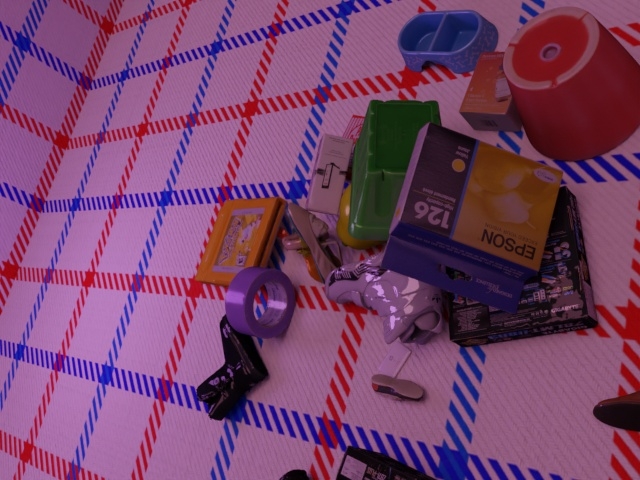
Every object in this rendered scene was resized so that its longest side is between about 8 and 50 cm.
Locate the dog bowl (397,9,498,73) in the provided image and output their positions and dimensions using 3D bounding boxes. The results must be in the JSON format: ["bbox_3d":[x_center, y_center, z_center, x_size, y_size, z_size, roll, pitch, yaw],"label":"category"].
[{"bbox_3d":[0.337,-0.552,1.722,0.297,0.074,0.166,18,81,43],"label":"dog bowl"}]

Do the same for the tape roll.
[{"bbox_3d":[-0.161,0.167,1.695,0.080,0.189,0.189,5,72,43],"label":"tape roll"}]

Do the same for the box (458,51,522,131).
[{"bbox_3d":[0.437,-0.362,1.528,0.130,0.091,0.171,12,77,43],"label":"box"}]

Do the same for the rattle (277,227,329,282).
[{"bbox_3d":[-0.046,0.032,1.780,0.130,0.143,0.199,-42,20,-29],"label":"rattle"}]

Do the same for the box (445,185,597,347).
[{"bbox_3d":[0.412,0.061,1.344,0.295,0.073,0.294,-18,57,34],"label":"box"}]

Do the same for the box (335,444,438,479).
[{"bbox_3d":[0.148,0.499,1.291,0.180,0.147,0.078,12,77,42],"label":"box"}]

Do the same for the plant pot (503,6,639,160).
[{"bbox_3d":[0.526,-0.340,1.334,0.274,0.243,0.275,-18,58,33],"label":"plant pot"}]

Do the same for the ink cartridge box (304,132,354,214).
[{"bbox_3d":[0.021,-0.172,1.683,0.148,0.085,0.203,-147,69,-85],"label":"ink cartridge box"}]

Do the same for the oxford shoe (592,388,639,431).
[{"bbox_3d":[0.588,0.283,1.098,0.212,0.076,0.076,-19,27,35],"label":"oxford shoe"}]

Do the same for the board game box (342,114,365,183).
[{"bbox_3d":[0.114,-0.254,1.779,0.146,0.045,0.194,21,83,44],"label":"board game box"}]

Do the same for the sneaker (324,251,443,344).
[{"bbox_3d":[0.145,0.148,1.477,0.365,0.137,0.210,-25,64,46],"label":"sneaker"}]

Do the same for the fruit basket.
[{"bbox_3d":[0.177,-0.112,1.533,0.282,0.392,0.392,2,65,5],"label":"fruit basket"}]

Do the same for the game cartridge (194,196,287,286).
[{"bbox_3d":[-0.252,0.005,1.920,0.323,0.052,0.286,2,69,50],"label":"game cartridge"}]

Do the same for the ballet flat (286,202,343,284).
[{"bbox_3d":[0.000,0.000,1.637,0.086,0.249,0.086,-25,16,8],"label":"ballet flat"}]

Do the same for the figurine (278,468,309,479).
[{"bbox_3d":[-0.059,0.675,1.425,0.215,0.092,0.209,-52,50,8],"label":"figurine"}]

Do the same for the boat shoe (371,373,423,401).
[{"bbox_3d":[0.174,0.342,1.425,0.137,0.049,0.043,8,116,40],"label":"boat shoe"}]

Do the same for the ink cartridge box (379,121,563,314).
[{"bbox_3d":[0.306,-0.046,1.258,0.072,0.303,0.307,130,158,-74],"label":"ink cartridge box"}]

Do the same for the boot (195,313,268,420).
[{"bbox_3d":[-0.276,0.354,1.762,0.207,0.094,0.246,-43,53,10],"label":"boot"}]

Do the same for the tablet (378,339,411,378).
[{"bbox_3d":[0.174,0.282,1.480,0.054,0.006,0.083,33,91,45],"label":"tablet"}]
